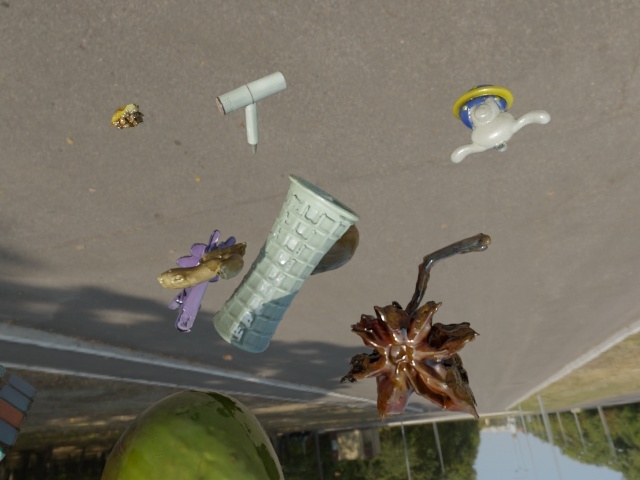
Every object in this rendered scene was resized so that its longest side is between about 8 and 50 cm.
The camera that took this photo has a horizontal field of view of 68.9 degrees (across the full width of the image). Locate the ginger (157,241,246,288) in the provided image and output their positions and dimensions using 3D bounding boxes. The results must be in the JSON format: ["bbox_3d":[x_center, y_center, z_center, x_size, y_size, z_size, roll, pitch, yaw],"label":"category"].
[{"bbox_3d":[-0.269,0.063,1.097,0.213,0.133,0.059,-15,114,-10],"label":"ginger"}]

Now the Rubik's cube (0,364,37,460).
[{"bbox_3d":[-0.381,0.176,0.414,0.151,0.155,0.154,48,164,-19],"label":"Rubik's cube"}]

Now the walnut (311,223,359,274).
[{"bbox_3d":[0.000,0.000,1.147,0.207,0.168,0.167,-15,162,-25],"label":"walnut"}]

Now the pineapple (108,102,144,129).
[{"bbox_3d":[-0.628,-0.420,1.534,0.114,0.077,0.114,-23,176,40],"label":"pineapple"}]

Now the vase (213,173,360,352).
[{"bbox_3d":[-0.069,0.047,0.816,0.143,0.143,0.299,23,102,-47],"label":"vase"}]

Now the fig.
[{"bbox_3d":[-0.148,0.291,0.544,0.207,0.208,0.230,8,-171,-27],"label":"fig"}]

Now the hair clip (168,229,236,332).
[{"bbox_3d":[-0.326,0.098,1.232,0.137,0.279,0.090,26,178,-29],"label":"hair clip"}]

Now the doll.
[{"bbox_3d":[0.561,-0.409,1.497,0.310,0.243,0.159,-7,141,36],"label":"doll"}]

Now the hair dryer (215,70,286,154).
[{"bbox_3d":[-0.141,-0.277,1.066,0.154,0.044,0.183,-27,144,-11],"label":"hair dryer"}]

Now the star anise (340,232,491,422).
[{"bbox_3d":[0.165,0.142,0.710,0.237,0.347,0.148,25,-177,-2],"label":"star anise"}]
